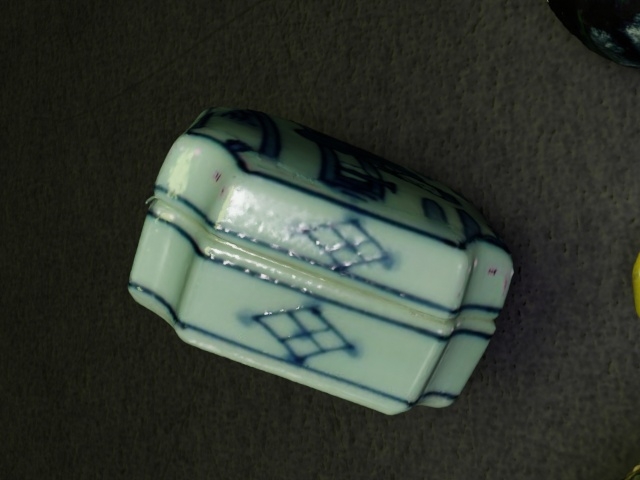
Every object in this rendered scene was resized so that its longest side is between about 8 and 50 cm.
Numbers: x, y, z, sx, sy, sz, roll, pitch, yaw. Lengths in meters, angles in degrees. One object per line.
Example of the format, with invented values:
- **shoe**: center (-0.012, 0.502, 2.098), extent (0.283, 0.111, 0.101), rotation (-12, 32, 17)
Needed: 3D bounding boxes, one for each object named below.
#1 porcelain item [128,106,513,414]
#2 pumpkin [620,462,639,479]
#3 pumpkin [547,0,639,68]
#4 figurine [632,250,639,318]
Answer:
- **porcelain item**: center (0.000, 0.000, 0.753), extent (0.286, 0.281, 0.157), rotation (20, 105, -5)
- **pumpkin**: center (0.265, 0.263, 0.516), extent (0.291, 0.328, 0.257), rotation (-42, 24, 25)
- **pumpkin**: center (0.267, -0.241, 0.667), extent (0.233, 0.163, 0.232), rotation (-7, 81, 53)
- **figurine**: center (0.342, 0.019, 0.513), extent (0.338, 0.284, 0.204), rotation (26, 109, 39)
